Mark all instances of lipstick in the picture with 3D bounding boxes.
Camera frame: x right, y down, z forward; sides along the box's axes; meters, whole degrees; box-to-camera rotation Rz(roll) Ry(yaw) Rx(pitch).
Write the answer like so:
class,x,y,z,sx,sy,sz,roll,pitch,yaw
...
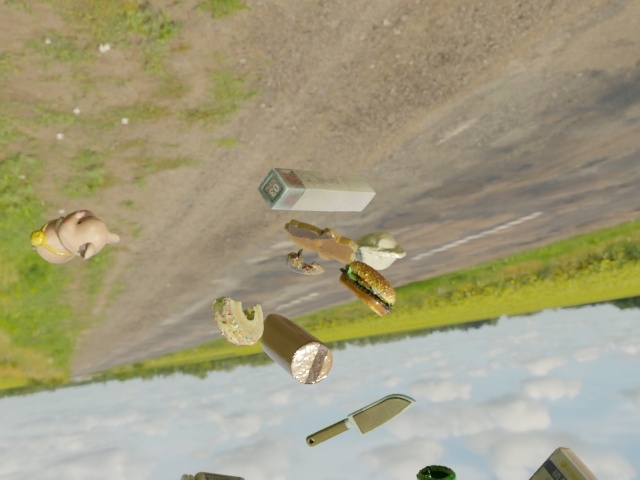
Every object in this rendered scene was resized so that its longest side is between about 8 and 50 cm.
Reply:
class,x,y,z,sx,sy,sz,roll,pitch,yaw
lipstick,0.000,-0.128,1.808,0.371,0.076,0.080,-3,139,-51

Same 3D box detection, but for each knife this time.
class,x,y,z,sx,sy,sz,roll,pitch,yaw
knife,0.095,0.442,1.685,0.343,0.061,0.027,-35,170,31

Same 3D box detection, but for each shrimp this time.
class,x,y,z,sx,sy,sz,roll,pitch,yaw
shrimp,-0.049,0.073,2.265,0.132,0.052,0.187,4,163,9

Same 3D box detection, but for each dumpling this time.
class,x,y,z,sx,sy,sz,roll,pitch,yaw
dumpling,0.154,0.027,2.292,0.179,0.132,0.252,1,-172,-30

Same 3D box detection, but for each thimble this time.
class,x,y,z,sx,sy,sz,roll,pitch,yaw
thimble,0.362,0.755,2.151,0.130,0.090,0.118,-4,-171,32

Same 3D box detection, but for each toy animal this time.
class,x,y,z,sx,sy,sz,roll,pitch,yaw
toy animal,-0.736,-0.008,2.028,0.247,0.149,0.165,-4,-151,25

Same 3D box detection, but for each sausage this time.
class,x,y,z,sx,sy,sz,roll,pitch,yaw
sausage,-0.077,0.291,1.899,0.123,0.123,0.253,-5,-165,-27

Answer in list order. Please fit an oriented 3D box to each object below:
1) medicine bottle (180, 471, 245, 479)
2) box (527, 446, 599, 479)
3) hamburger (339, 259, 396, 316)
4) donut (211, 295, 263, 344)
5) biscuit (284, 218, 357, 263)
class,x,y,z,sx,sy,sz,roll,pitch,yaw
medicine bottle,-0.326,0.756,2.092,0.191,0.107,0.107,15,164,-20
box,0.637,0.689,1.652,0.065,0.343,0.200,10,120,-41
hamburger,0.127,0.118,1.798,0.087,0.166,0.137,-50,151,-1
donut,-0.190,0.197,1.634,0.065,0.108,0.166,-19,159,20
biscuit,0.000,0.000,2.067,0.225,0.036,0.166,18,153,7
